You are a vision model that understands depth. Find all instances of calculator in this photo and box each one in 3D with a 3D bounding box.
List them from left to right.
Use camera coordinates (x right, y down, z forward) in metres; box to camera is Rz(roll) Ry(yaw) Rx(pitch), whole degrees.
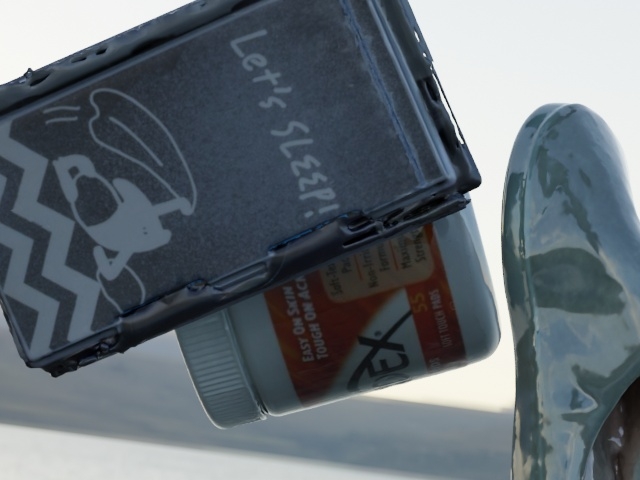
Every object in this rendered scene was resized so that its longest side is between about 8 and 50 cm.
[{"bbox_3d":[-0.064,-0.046,1.007,0.274,0.165,0.028,-23,-1,2],"label":"calculator"}]

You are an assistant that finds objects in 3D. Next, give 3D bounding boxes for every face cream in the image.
[{"bbox_3d":[0.000,0.000,1.143,0.187,0.201,0.201,-15,-8,2],"label":"face cream"}]

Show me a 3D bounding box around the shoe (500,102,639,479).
[{"bbox_3d":[0.116,0.040,0.692,0.078,0.195,0.079,-6,-20,35],"label":"shoe"}]
